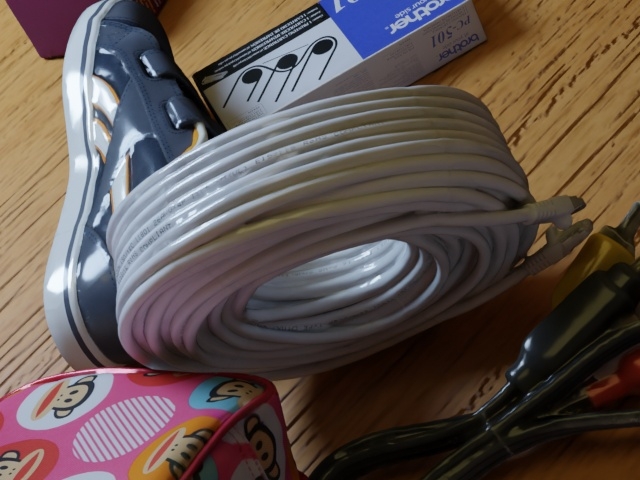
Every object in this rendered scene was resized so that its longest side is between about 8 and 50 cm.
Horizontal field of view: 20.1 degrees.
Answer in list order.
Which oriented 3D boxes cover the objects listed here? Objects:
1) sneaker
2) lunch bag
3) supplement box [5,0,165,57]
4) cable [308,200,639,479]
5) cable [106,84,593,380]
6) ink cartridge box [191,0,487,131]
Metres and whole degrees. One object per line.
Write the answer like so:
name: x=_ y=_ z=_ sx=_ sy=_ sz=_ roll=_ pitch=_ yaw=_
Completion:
sneaker: x=-0.111 y=-0.054 z=1.294 sx=0.127 sy=0.126 sz=0.321 roll=-16 pitch=52 yaw=20
lunch bag: x=-0.165 y=0.187 z=1.005 sx=0.258 sy=0.120 sz=0.293 roll=-4 pitch=30 yaw=30
supplement box: x=-0.183 y=-0.252 z=1.572 sx=0.104 sy=0.080 sz=0.188 roll=0 pitch=48 yaw=30
cable: x=0.129 y=0.105 z=1.065 sx=0.287 sy=0.072 sz=0.139 roll=-43 pitch=55 yaw=2
cable: x=0.000 y=0.000 z=1.074 sx=0.257 sy=0.257 sz=0.089 roll=-35 pitch=61 yaw=37
ink cartridge box: x=0.013 y=-0.139 z=1.370 sx=0.207 sy=0.046 sz=0.097 roll=-30 pitch=41 yaw=-2
